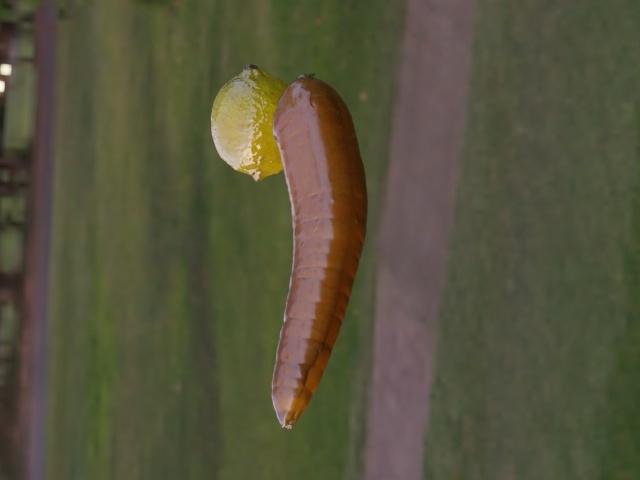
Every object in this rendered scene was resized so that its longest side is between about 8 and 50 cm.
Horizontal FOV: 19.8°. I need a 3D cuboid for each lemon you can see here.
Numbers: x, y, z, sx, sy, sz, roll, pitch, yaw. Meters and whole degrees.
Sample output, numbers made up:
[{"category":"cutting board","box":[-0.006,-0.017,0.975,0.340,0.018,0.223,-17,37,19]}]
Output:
[{"category":"lemon","box":[-0.071,-0.134,2.077,0.109,0.109,0.133,-155,61,-73]}]

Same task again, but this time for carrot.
[{"category":"carrot","box":[0.000,0.000,1.280,0.062,0.066,0.271,-30,54,45]}]
